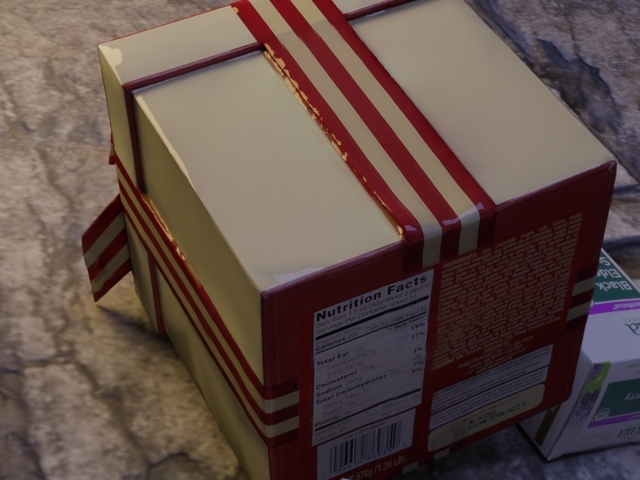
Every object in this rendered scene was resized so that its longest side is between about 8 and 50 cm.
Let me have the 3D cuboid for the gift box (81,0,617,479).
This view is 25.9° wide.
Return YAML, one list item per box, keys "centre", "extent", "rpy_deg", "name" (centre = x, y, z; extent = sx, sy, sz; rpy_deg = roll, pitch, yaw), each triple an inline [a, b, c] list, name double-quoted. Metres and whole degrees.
- centre: [0.000, 0.000, 0.874]
  extent: [0.255, 0.276, 0.258]
  rpy_deg: [-17, 50, -22]
  name: "gift box"

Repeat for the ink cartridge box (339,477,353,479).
- centre: [0.065, 0.204, 0.747]
  extent: [0.143, 0.090, 0.092]
  rpy_deg: [15, 35, -6]
  name: "ink cartridge box"

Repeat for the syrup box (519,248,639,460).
- centre: [0.152, 0.040, 1.008]
  extent: [0.093, 0.096, 0.237]
  rpy_deg: [-5, 39, -30]
  name: "syrup box"
